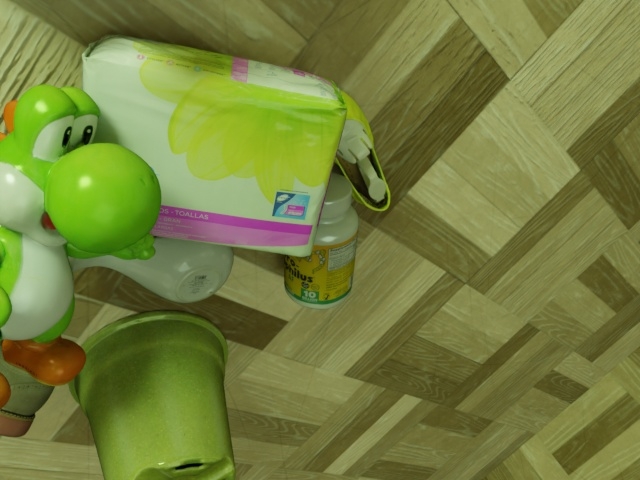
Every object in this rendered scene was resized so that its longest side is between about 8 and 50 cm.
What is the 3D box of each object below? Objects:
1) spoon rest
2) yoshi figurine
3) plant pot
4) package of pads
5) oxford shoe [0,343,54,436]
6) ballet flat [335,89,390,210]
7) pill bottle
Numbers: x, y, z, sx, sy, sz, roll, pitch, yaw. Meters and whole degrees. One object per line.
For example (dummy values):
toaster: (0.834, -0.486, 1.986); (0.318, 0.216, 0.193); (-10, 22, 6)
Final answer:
spoon rest: (-0.252, 0.042, 0.799); (0.276, 0.084, 0.137); (1, 128, -45)
yoshi figurine: (-0.281, 0.027, 0.571); (0.203, 0.203, 0.362); (14, 113, -26)
plant pot: (-0.256, 0.300, 0.874); (0.276, 0.254, 0.276); (-14, 131, -17)
package of pads: (-0.131, -0.110, 0.657); (0.296, 0.101, 0.229); (7, 124, -12)
oxford shoe: (-0.523, 0.146, 0.729); (0.130, 0.123, 0.348); (-56, 134, -13)
ballet flat: (0.056, -0.128, 0.807); (0.077, 0.077, 0.231); (-32, 134, 0)
pill bottle: (0.000, 0.000, 0.856); (0.117, 0.117, 0.208); (-12, 132, -19)
